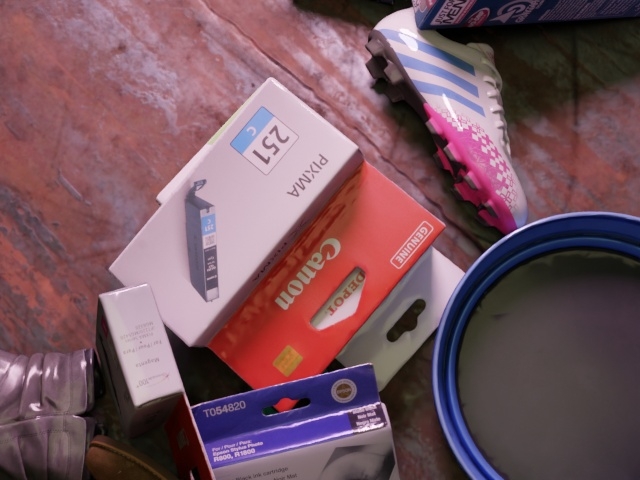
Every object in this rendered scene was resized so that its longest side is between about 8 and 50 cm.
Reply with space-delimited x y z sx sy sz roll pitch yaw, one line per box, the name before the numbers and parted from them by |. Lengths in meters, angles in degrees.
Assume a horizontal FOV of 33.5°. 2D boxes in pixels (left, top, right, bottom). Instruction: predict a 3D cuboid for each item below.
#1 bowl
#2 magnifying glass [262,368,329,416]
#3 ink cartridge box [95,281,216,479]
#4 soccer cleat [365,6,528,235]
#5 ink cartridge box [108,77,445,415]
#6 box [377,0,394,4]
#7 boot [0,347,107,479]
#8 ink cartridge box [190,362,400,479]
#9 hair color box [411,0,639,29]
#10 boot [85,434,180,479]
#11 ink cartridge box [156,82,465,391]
bowl | 0.328 0.161 1.275 0.391 0.077 0.391 0 78 2
magnifying glass | -0.038 0.247 1.309 0.092 0.026 0.230 4 75 4
ink cartridge box | -0.191 0.195 1.198 0.060 0.275 0.238 -16 77 -17
soccer cleat | 0.190 -0.167 1.345 0.143 0.116 0.331 -32 77 -6
ink cartridge box | -0.050 0.008 1.215 0.261 0.066 0.296 40 92 12
box | 0.045 -0.421 1.424 0.156 0.093 0.158 16 77 6
boot | -0.380 0.289 1.277 0.223 0.118 0.338 7 85 -5
ink cartridge box | -0.021 0.271 1.222 0.223 0.045 0.223 -14 109 -4
hair color box | 0.281 -0.375 1.347 0.347 0.105 0.173 -7 76 -15
boot | -0.167 0.335 1.156 0.305 0.112 0.115 39 66 19
ink cartridge box | 0.000 0.000 1.313 0.353 0.119 0.207 40 83 11
